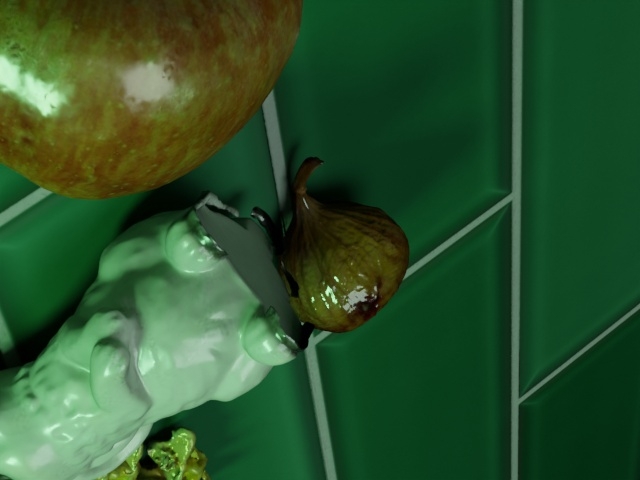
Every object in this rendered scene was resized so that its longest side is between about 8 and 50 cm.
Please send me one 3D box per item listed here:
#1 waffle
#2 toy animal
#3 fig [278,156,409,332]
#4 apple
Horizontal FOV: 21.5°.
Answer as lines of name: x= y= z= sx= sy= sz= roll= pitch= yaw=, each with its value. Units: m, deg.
waffle: x=-0.231 y=0.313 z=1.877 sx=0.250 sy=0.056 sz=0.261 roll=-38 pitch=150 yaw=-14
toy animal: x=-0.190 y=0.116 z=1.612 sx=0.357 sy=0.194 sz=0.258 roll=-37 pitch=176 yaw=13
fig: x=0.000 y=0.000 z=1.768 sx=0.201 sy=0.134 sz=0.146 roll=51 pitch=53 yaw=-38
apple: x=-0.163 y=-0.157 z=1.222 sx=0.309 sy=0.277 sz=0.250 roll=-16 pitch=153 yaw=-30
